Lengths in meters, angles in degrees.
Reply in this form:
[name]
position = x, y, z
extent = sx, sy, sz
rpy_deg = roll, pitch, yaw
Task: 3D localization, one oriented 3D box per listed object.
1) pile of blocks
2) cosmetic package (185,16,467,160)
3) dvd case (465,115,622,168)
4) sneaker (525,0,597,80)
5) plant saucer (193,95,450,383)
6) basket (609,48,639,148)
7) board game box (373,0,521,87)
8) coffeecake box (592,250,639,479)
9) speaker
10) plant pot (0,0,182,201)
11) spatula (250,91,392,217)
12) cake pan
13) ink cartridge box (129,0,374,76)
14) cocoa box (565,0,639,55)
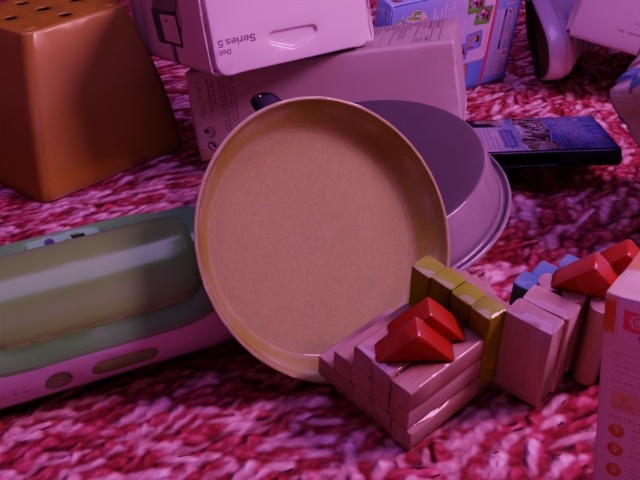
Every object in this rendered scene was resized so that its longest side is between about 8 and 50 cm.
[pile of blocks]
position = 0.178, 0.044, 0.899
extent = 0.362, 0.113, 0.149
rpy_deg = -11, 43, -15
[cosmetic package]
position = 0.014, -0.180, 1.333
extent = 0.309, 0.113, 0.160
rpy_deg = -4, 20, 12
[dvd case]
position = 0.201, -0.111, 1.292
extent = 0.253, 0.022, 0.180
rpy_deg = -2, 18, 4
[sneaker]
position = 0.353, -0.302, 1.574
extent = 0.123, 0.106, 0.290
rpy_deg = -2, 26, 9
[plant saucer]
position = 0.000, 0.000, 0.949
extent = 0.241, 0.241, 0.037
rpy_deg = -20, 2, -28
[basket]
position = 0.435, -0.152, 1.107
extent = 0.289, 0.255, 0.201
rpy_deg = -35, 14, -24
[board game box]
position = 0.162, -0.262, 1.463
extent = 0.211, 0.160, 0.039
rpy_deg = -19, 47, -26
[coffeecake box]
position = 0.253, 0.113, 0.711
extent = 0.142, 0.186, 0.068
rpy_deg = 14, 33, 30
[speaker]
position = -0.201, 0.056, 0.944
extent = 0.296, 0.131, 0.131
rpy_deg = -15, 30, -20
[plant pot]
position = -0.322, -0.191, 1.365
extent = 0.212, 0.187, 0.212
rpy_deg = 21, 37, 39
[spatula]
position = -0.014, -0.088, 1.121
extent = 0.084, 0.030, 0.296
rpy_deg = -20, 38, -11
[cake pan]
position = 0.042, -0.050, 1.129
extent = 0.293, 0.054, 0.293
rpy_deg = -8, 38, 6
[ink cartridge box]
position = -0.090, -0.278, 1.310
extent = 0.198, 0.115, 0.273
rpy_deg = -17, 21, -22
[cocoa box]
position = 0.518, -0.346, 1.426
extent = 0.347, 0.231, 0.228
rpy_deg = 18, 31, 8
